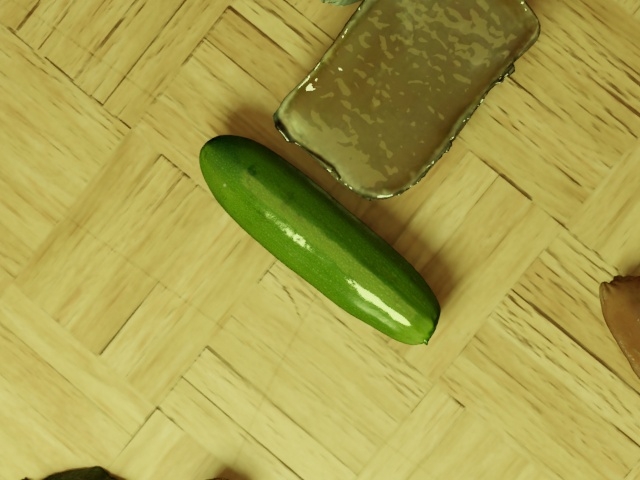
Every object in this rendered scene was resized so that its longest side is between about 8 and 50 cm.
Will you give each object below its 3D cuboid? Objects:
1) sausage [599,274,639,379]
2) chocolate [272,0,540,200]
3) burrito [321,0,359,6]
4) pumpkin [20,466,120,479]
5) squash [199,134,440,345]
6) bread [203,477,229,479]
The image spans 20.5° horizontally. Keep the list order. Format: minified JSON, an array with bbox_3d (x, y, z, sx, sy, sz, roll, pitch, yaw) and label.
[{"bbox_3d":[0.406,0.204,1.655,0.088,0.088,0.433,-38,84,7],"label":"sausage"},{"bbox_3d":[0.091,-0.164,1.713,0.161,0.083,0.261,44,105,5],"label":"chocolate"},{"bbox_3d":[0.086,-0.282,1.728,0.203,0.064,0.064,-20,86,7],"label":"burrito"},{"bbox_3d":[-0.285,0.359,1.753,0.163,0.111,0.278,24,94,13],"label":"pumpkin"},{"bbox_3d":[0.000,0.000,1.725,0.292,0.082,0.082,39,95,6],"label":"squash"},{"bbox_3d":[-0.124,0.292,1.745,0.053,0.074,0.132,42,94,18],"label":"bread"}]
